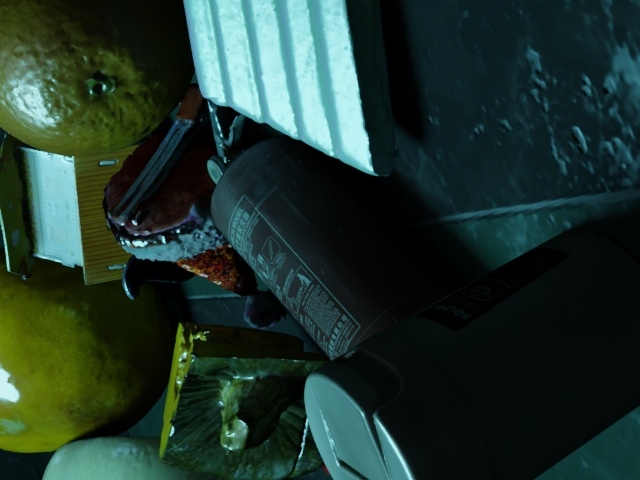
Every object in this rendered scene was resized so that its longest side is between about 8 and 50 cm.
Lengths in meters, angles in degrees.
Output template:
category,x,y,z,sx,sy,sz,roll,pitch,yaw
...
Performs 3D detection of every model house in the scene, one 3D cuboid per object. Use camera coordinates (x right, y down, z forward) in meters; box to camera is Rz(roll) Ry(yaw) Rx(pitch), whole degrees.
category,x,y,z,sx,sy,sz,roll,pitch,yaw
model house,-0.206,-0.076,1.253,0.135,0.207,0.219,13,126,13

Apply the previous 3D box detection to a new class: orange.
category,x,y,z,sx,sy,sz,roll,pitch,yaw
orange,-0.291,0.116,1.435,0.261,0.261,0.261,46,152,34
orange,-0.185,-0.159,1.002,0.206,0.206,0.206,46,152,34

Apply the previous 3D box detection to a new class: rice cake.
category,x,y,z,sx,sy,sz,roll,pitch,yaw
rice cake,-0.029,-0.155,0.831,0.189,0.037,0.198,27,134,36

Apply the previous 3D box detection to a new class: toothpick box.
category,x,y,z,sx,sy,sz,roll,pitch,yaw
toothpick box,0.092,0.079,0.703,0.111,0.180,0.111,46,152,34

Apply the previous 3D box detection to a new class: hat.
category,x,y,z,sx,sy,sz,roll,pitch,yaw
hat,-0.086,-0.005,1.096,0.128,0.140,0.227,-4,142,26

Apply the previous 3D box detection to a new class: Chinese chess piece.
category,x,y,z,sx,sy,sz,roll,pitch,yaw
Chinese chess piece,-0.178,0.286,1.406,0.250,0.249,0.103,123,152,-64

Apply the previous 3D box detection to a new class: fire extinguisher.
category,x,y,z,sx,sy,sz,roll,pitch,yaw
fire extinguisher,0.000,0.000,0.914,0.269,0.104,0.105,49,153,29

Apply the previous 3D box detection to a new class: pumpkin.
category,x,y,z,sx,sy,sz,roll,pitch,yaw
pumpkin,-0.056,0.134,1.019,0.248,0.131,0.126,170,111,-83

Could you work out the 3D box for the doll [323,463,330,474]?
category,x,y,z,sx,sy,sz,roll,pitch,yaw
doll,0.026,0.160,1.082,0.195,0.062,0.104,116,155,-69
